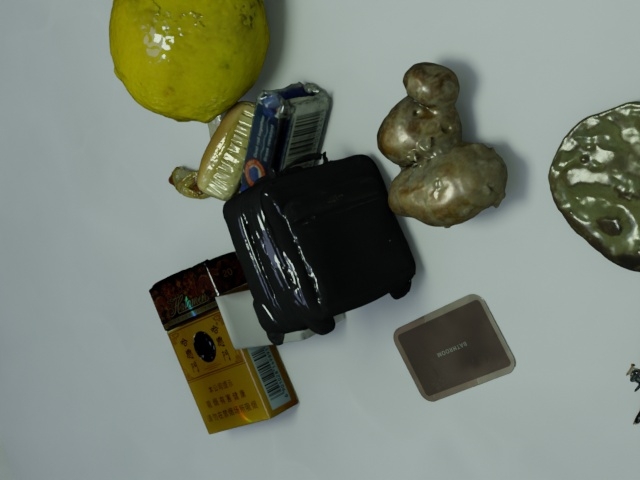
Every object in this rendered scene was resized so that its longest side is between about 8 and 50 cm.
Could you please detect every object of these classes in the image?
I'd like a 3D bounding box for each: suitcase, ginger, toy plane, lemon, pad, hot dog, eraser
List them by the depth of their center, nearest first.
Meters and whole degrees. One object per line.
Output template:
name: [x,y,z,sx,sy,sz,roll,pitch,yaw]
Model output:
toy plane: [0.584,0.270,1.581,0.135,0.062,0.188,21,123,6]
ginger: [0.208,-0.173,1.703,0.244,0.155,0.304,-26,87,45]
suitcase: [0.000,0.000,1.819,0.188,0.345,0.339,-23,89,49]
pad: [0.270,0.226,1.884,0.266,0.002,0.176,-32,82,43]
lemon: [-0.279,-0.421,1.929,0.350,0.350,0.387,39,144,26]
eraser: [-0.083,-0.176,1.966,0.101,0.155,0.332,35,126,29]
hot dog: [-0.325,-0.139,2.252,0.169,0.061,0.078,12,113,39]

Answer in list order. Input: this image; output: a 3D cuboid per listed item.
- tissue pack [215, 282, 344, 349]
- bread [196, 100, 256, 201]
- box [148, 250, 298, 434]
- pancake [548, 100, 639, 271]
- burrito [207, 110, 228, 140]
tissue pack: [-0.092,0.152,2.078,0.246,0.159,0.136,-15,96,43]
bread: [-0.191,-0.202,2.026,0.106,0.140,0.236,30,100,3]
box: [-0.248,0.257,2.279,0.264,0.116,0.415,-24,88,45]
pancake: [0.525,-0.088,1.524,0.294,0.049,0.294,15,112,41]
burrito: [-0.232,-0.268,2.128,0.087,0.060,0.226,-11,97,38]
